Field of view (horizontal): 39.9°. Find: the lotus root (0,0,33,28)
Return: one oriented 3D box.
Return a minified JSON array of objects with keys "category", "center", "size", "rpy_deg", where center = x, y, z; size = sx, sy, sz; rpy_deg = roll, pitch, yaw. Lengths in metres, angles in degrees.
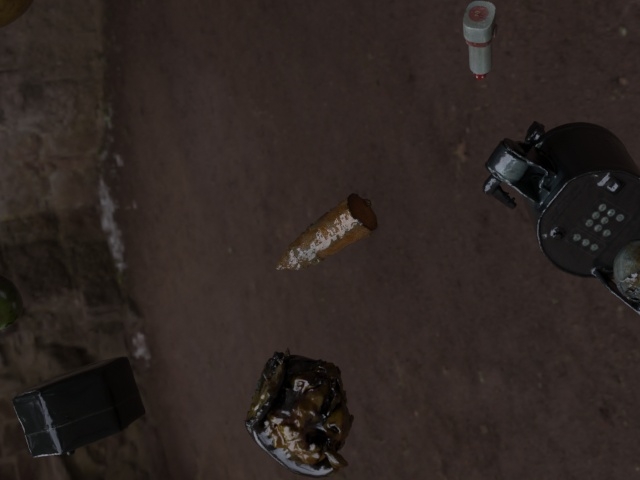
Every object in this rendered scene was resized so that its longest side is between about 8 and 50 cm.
[{"category":"lotus root","center":[-0.514,-0.392,1.305],"size":[0.183,0.310,0.183],"rpy_deg":[34,135,41]}]

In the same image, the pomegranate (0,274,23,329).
[{"category":"pomegranate","center":[-0.595,0.126,1.569],"size":[0.142,0.114,0.114],"rpy_deg":[-90,8,-45]}]

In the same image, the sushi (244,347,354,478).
[{"category":"sushi","center":[-0.033,0.329,1.676],"size":[0.200,0.204,0.213],"rpy_deg":[130,162,-72]}]

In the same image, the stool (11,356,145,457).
[{"category":"stool","center":[-0.465,0.323,1.710],"size":[0.232,0.232,0.141],"rpy_deg":[-19,90,69]}]

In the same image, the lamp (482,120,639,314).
[{"category":"lamp","center":[0.468,-0.073,1.531],"size":[0.374,0.272,0.205],"rpy_deg":[36,117,4]}]

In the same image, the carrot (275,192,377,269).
[{"category":"carrot","center":[0.000,0.000,1.910],"size":[0.263,0.102,0.102],"rpy_deg":[-34,62,26]}]

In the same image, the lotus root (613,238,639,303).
[{"category":"lotus root","center":[0.424,0.040,1.148],"size":[0.165,0.088,0.088],"rpy_deg":[18,-122,-75]}]

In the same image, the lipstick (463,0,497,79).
[{"category":"lipstick","center":[0.293,-0.350,1.603],"size":[0.186,0.057,0.063],"rpy_deg":[66,-140,-62]}]
